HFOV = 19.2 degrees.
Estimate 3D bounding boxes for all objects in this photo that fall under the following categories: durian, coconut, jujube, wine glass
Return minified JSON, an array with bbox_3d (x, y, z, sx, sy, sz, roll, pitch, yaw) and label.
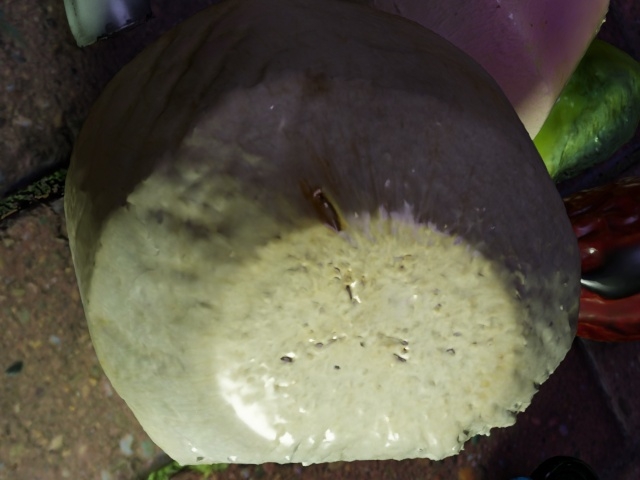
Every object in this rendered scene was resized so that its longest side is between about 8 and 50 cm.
[{"bbox_3d":[0.223,-0.122,1.811,0.250,0.101,0.139,-24,95,-38],"label":"durian"},{"bbox_3d":[0.000,0.000,1.452,0.415,0.415,0.345,1,111,-37],"label":"coconut"},{"bbox_3d":[0.279,0.024,1.794,0.236,0.168,0.168,-10,86,-21],"label":"jujube"},{"bbox_3d":[-0.196,-0.239,1.542,0.072,0.072,0.155,-28,96,-37],"label":"wine glass"},{"bbox_3d":[0.116,-0.191,1.670,0.233,0.233,0.245,51,55,-17],"label":"coconut"}]

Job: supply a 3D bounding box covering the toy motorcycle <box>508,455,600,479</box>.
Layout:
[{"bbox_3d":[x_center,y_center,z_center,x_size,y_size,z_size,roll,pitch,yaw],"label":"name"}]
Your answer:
[{"bbox_3d":[0.263,0.346,1.732,0.331,0.125,0.196,49,55,-23],"label":"toy motorcycle"}]
